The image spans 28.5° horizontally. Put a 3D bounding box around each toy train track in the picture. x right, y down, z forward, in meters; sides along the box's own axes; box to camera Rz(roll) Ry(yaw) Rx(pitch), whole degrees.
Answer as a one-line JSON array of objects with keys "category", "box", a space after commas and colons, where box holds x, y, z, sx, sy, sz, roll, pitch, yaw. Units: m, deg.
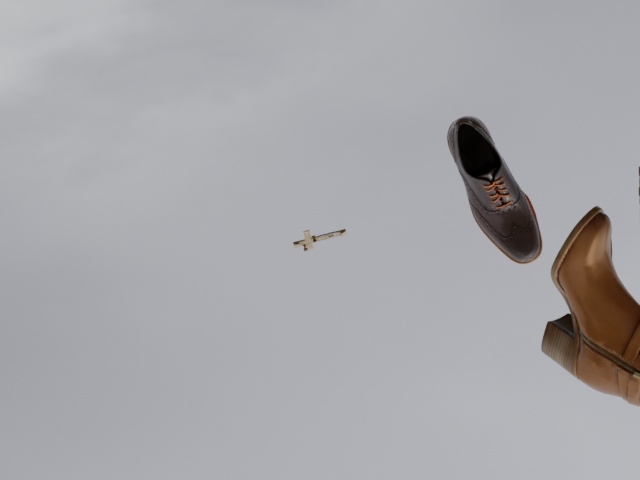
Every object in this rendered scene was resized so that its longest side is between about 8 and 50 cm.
[{"category": "toy train track", "box": [0.000, 0.000, 1.938, 0.083, 0.048, 0.014, -15, -130, -2]}]

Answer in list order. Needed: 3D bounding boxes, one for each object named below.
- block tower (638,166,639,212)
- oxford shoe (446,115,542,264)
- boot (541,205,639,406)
[{"category": "block tower", "box": [0.518, 0.038, 1.820, 0.091, 0.097, 0.335, -9, -120, 29]}, {"category": "oxford shoe", "box": [0.284, -0.080, 2.090, 0.097, 0.271, 0.098, -30, 180, 8]}, {"category": "boot", "box": [0.310, 0.073, 1.274, 0.152, 0.197, 0.073, 30, -137, 35]}]
